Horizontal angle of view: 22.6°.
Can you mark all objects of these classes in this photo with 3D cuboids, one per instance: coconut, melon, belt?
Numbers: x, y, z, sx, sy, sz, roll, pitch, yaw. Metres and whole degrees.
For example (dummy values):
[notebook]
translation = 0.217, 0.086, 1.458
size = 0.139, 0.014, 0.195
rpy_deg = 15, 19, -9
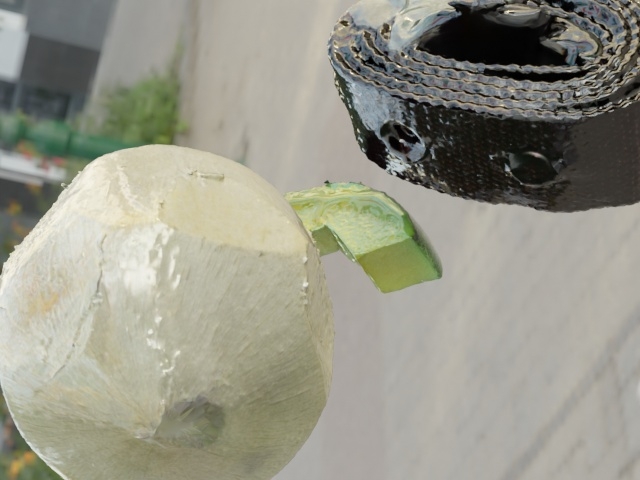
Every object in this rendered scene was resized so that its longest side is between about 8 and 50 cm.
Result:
[coconut]
translation = -0.107, 0.063, 1.132
size = 0.247, 0.245, 0.245
rpy_deg = -122, 46, -65
[melon]
translation = 0.000, 0.000, 1.448
size = 0.064, 0.209, 0.118
rpy_deg = 66, -164, -45
[belt]
translation = 0.150, -0.136, 1.285
size = 0.164, 0.289, 0.184
rpy_deg = 72, -147, -49
